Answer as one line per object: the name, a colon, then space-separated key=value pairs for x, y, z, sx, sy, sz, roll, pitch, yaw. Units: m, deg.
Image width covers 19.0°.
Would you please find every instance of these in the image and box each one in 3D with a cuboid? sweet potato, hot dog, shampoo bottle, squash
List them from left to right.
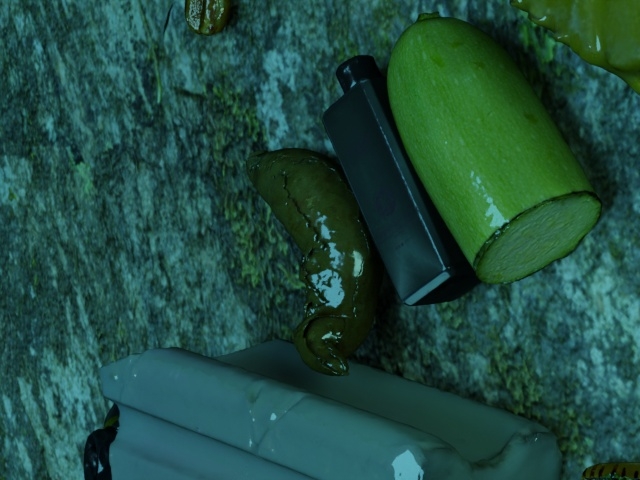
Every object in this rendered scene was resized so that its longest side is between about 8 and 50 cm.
hot dog: x=-0.114 y=-0.287 z=2.018 sx=0.062 sy=0.038 sz=0.144 roll=12 pitch=101 yaw=48
sweet potato: x=0.003 y=0.000 z=1.882 sx=0.124 sy=0.098 sz=0.310 roll=-37 pitch=52 yaw=22
shampoo bottle: x=0.077 y=-0.062 z=1.811 sx=0.080 sy=0.079 sz=0.246 roll=-39 pitch=66 yaw=40
squash: x=0.139 y=-0.095 z=1.714 sx=0.132 sy=0.132 sz=0.247 roll=-48 pitch=59 yaw=38
hot dog: x=0.271 y=0.218 z=1.671 sx=0.122 sy=0.037 sz=0.049 roll=-7 pitch=86 yaw=45

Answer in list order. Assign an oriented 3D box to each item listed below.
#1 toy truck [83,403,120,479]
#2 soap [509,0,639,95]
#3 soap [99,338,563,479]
toy truck: x=-0.197 y=0.270 z=2.105 sx=0.165 sy=0.147 sz=0.224 roll=-130 pitch=47 yaw=-61
soap: x=0.255 y=-0.149 z=1.557 sx=0.339 sy=0.169 sz=0.304 roll=-8 pitch=78 yaw=47
soap: x=-0.006 y=0.294 z=1.841 sx=0.435 sy=0.213 sz=0.350 roll=11 pitch=100 yaw=45
